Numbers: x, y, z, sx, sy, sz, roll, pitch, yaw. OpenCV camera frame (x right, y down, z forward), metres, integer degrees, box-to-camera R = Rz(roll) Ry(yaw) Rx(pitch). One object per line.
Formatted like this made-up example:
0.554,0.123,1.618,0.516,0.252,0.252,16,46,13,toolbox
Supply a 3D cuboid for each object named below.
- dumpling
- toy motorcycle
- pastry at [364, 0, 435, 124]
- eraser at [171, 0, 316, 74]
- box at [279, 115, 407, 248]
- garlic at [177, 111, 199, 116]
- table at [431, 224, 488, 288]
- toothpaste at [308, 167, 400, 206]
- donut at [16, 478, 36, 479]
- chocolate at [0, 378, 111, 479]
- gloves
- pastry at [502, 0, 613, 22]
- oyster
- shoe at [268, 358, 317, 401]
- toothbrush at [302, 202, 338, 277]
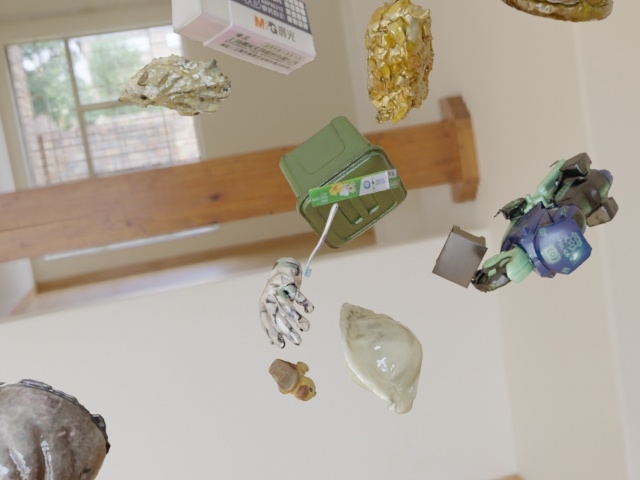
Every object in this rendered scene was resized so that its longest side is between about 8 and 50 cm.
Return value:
0.076,0.163,1.230,0.181,0.111,0.155,32,2,41,dumpling
0.385,-0.022,1.374,0.331,0.125,0.196,-41,12,-38,toy motorcycle
0.131,-0.306,1.344,0.102,0.154,0.250,21,-24,14,pastry
-0.135,-0.396,1.465,0.086,0.130,0.287,-18,-18,38,eraser
0.054,-0.148,2.060,0.252,0.178,0.329,-34,-25,3,box
-0.310,-0.344,2.013,0.152,0.084,0.066,-40,57,-18,garlic
0.249,0.023,1.472,0.070,0.083,0.082,24,20,3,table
0.061,-0.096,1.515,0.178,0.037,0.043,-12,-1,37,toothpaste
-0.334,0.346,0.934,0.166,0.184,0.073,-47,39,8,donut
-0.593,0.450,1.628,0.303,0.303,0.213,-8,34,13,chocolate
-0.086,0.143,1.814,0.127,0.111,0.212,-31,29,31,gloves
0.359,-0.394,1.237,0.188,0.103,0.189,6,31,-3,pastry
-0.276,-0.290,1.560,0.208,0.133,0.072,17,38,0,oyster
-0.051,0.269,1.612,0.109,0.072,0.069,6,-23,48,shoe
0.000,0.000,1.326,0.013,0.131,0.011,27,11,23,toothbrush
